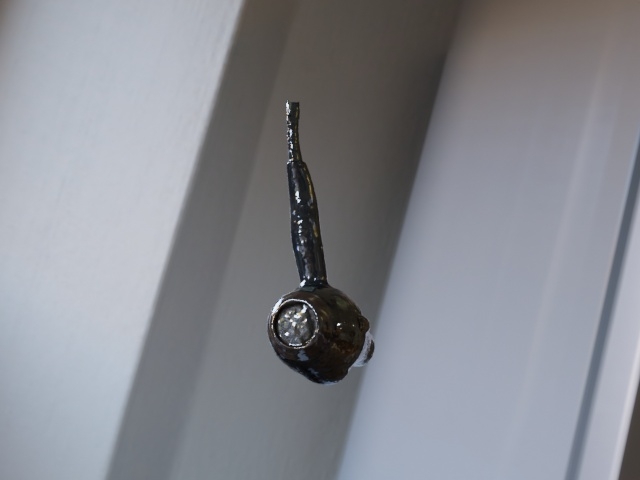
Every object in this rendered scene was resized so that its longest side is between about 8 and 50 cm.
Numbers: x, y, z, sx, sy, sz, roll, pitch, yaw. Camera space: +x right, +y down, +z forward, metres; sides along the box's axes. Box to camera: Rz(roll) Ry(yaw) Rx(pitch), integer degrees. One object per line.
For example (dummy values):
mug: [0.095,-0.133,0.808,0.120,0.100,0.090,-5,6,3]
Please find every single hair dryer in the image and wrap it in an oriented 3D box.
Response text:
hair dryer: [0.000,0.000,1.374,0.120,0.360,0.303,-10,-10,17]
